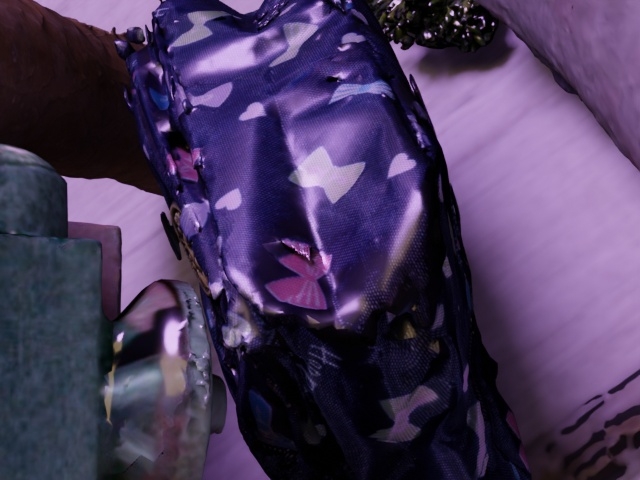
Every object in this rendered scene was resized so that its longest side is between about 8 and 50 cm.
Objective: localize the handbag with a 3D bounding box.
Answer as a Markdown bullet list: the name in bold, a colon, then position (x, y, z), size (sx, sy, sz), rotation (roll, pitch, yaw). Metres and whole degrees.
- **handbag**: position (0.000, 0.000, 0.569), size (0.113, 0.162, 0.260), rotation (-25, 41, 1)

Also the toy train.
- **toy train**: position (-0.129, 0.126, 0.522), size (0.221, 0.150, 0.304), rotation (157, 116, -66)

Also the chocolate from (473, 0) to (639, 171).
- **chocolate**: position (0.170, -0.107, 0.543), size (0.185, 0.100, 0.303), rotation (-37, 50, 0)

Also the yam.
- **yam**: position (-0.119, -0.059, 0.610), size (0.081, 0.357, 0.081), rotation (-1, 87, 22)

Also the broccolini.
- **broccolini**: position (0.127, -0.158, 0.688), size (0.271, 0.062, 0.123), rotation (-18, 56, 24)
